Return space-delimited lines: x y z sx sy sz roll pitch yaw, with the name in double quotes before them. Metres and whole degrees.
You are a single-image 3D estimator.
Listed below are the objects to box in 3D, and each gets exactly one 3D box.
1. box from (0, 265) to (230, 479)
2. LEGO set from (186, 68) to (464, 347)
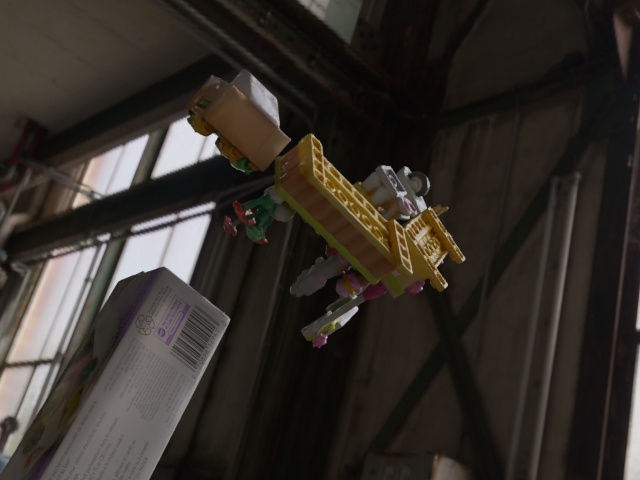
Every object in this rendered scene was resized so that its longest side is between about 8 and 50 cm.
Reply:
"box" -0.155 0.161 0.492 0.067 0.324 0.063 41 -35 -26
"LEGO set" 0.000 0.000 0.564 0.107 0.132 0.287 -34 -23 21
